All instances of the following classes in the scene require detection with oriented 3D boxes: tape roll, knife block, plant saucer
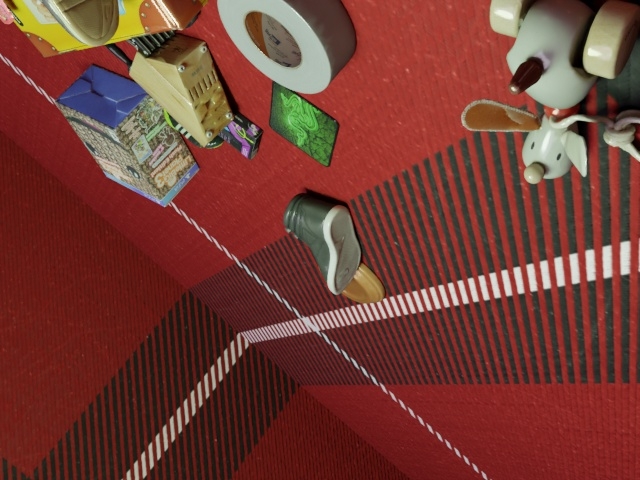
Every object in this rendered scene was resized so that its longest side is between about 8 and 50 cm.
[{"bbox_3d":[-0.053,-0.333,1.310,0.219,0.072,0.219,33,158,15],"label":"tape roll"},{"bbox_3d":[-0.318,-0.340,1.686,0.242,0.088,0.275,21,146,35],"label":"knife block"},{"bbox_3d":[0.068,0.091,2.062,0.200,0.037,0.200,33,159,15],"label":"plant saucer"}]

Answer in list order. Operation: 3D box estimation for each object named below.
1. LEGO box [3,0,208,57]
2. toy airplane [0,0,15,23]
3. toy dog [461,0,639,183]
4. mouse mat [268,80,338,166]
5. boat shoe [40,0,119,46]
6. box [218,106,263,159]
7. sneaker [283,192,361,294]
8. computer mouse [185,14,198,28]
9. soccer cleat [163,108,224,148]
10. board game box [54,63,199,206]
[{"bbox_3d":[-0.415,-0.535,1.230,0.373,0.193,0.500,2,141,41],"label":"LEGO box"},{"bbox_3d":[-0.509,-0.403,1.296,0.151,0.028,0.151,23,152,13],"label":"toy airplane"},{"bbox_3d":[0.270,-0.159,1.004,0.220,0.161,0.333,18,152,44],"label":"toy dog"},{"bbox_3d":[-0.035,-0.220,1.617,0.153,0.007,0.189,35,159,8],"label":"mouse mat"},{"bbox_3d":[-0.373,-0.389,1.122,0.092,0.103,0.285,8,141,43],"label":"boat shoe"},{"bbox_3d":[-0.200,-0.249,1.799,0.162,0.029,0.116,38,160,4],"label":"box"},{"bbox_3d":[0.000,0.000,1.897,0.147,0.104,0.295,29,152,28],"label":"sneaker"},{"bbox_3d":[-0.332,-0.426,1.545,0.242,0.041,0.071,9,166,17],"label":"computer mouse"},{"bbox_3d":[-0.289,-0.260,1.884,0.179,0.060,0.072,31,157,29],"label":"soccer cleat"},{"bbox_3d":[-0.471,-0.257,2.078,0.232,0.141,0.291,26,156,31],"label":"board game box"}]
